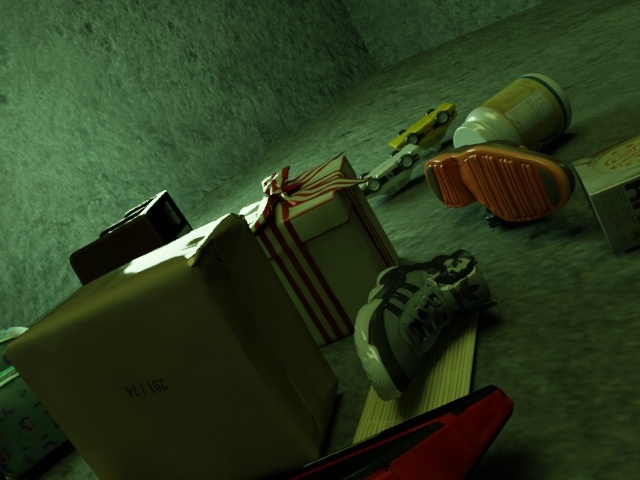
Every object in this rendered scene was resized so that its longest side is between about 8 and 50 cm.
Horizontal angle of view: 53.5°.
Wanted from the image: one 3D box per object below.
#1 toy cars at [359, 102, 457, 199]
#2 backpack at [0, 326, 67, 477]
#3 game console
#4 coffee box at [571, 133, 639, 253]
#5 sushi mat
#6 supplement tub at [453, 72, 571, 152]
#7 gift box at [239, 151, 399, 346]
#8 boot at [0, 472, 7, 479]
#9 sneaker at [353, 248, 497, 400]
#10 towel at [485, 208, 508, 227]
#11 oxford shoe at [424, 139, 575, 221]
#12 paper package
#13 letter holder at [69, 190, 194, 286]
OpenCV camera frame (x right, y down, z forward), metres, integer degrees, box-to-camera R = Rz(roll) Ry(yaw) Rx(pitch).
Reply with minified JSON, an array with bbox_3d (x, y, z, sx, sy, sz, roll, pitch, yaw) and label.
[{"bbox_3d":[0.225,-0.210,1.590,0.176,0.087,0.394,-18,25,49],"label":"toy cars"},{"bbox_3d":[-0.579,0.301,1.219,0.225,0.253,0.191,-36,17,-23],"label":"backpack"},{"bbox_3d":[-0.038,0.244,0.549,0.386,0.060,0.342,-31,-16,25],"label":"game console"},{"bbox_3d":[0.476,-0.094,0.827,0.246,0.098,0.141,-24,19,21],"label":"coffee box"},{"bbox_3d":[0.122,0.180,0.802,0.151,0.019,0.316,-21,20,27],"label":"sushi mat"},{"bbox_3d":[0.379,-0.224,1.263,0.199,0.144,0.144,-36,18,-14],"label":"supplement tub"},{"bbox_3d":[0.000,0.000,1.093,0.276,0.258,0.255,-28,18,12],"label":"gift box"},{"bbox_3d":[-0.652,0.505,1.057,0.246,0.094,0.207,-28,20,-11],"label":"boot"},{"bbox_3d":[0.139,0.090,0.814,0.153,0.101,0.268,-24,16,24],"label":"sneaker"},{"bbox_3d":[0.339,-0.060,1.076,0.119,0.029,0.067,-23,21,27],"label":"towel"},{"bbox_3d":[0.305,-0.122,1.048,0.132,0.130,0.363,-29,17,-11],"label":"oxford shoe"},{"bbox_3d":[-0.183,0.171,0.843,0.325,0.309,0.168,-23,15,22],"label":"paper package"},{"bbox_3d":[-0.346,0.089,1.344,0.214,0.302,0.152,-27,18,14],"label":"letter holder"}]
